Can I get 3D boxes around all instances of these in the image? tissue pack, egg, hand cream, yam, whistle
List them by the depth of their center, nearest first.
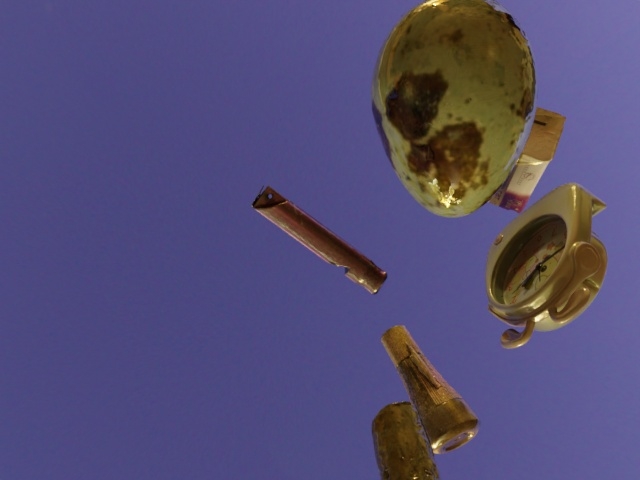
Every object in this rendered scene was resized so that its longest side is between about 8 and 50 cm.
[{"bbox_3d":[0.137,-0.139,0.631,0.169,0.169,0.231,-1,-89,-4],"label":"egg"},{"bbox_3d":[0.000,0.000,0.686,0.176,0.033,0.033,36,-99,0],"label":"whistle"},{"bbox_3d":[0.108,0.290,0.735,0.078,0.078,0.179,-8,-136,-5],"label":"yam"},{"bbox_3d":[0.154,0.211,0.909,0.084,0.084,0.203,-23,-128,-7],"label":"hand cream"},{"bbox_3d":[0.289,-0.126,0.923,0.106,0.148,0.099,22,-115,13],"label":"tissue pack"}]

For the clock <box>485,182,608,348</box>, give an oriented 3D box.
[{"bbox_3d":[0.256,0.035,0.692,0.062,0.151,0.191,32,-135,-13],"label":"clock"}]
